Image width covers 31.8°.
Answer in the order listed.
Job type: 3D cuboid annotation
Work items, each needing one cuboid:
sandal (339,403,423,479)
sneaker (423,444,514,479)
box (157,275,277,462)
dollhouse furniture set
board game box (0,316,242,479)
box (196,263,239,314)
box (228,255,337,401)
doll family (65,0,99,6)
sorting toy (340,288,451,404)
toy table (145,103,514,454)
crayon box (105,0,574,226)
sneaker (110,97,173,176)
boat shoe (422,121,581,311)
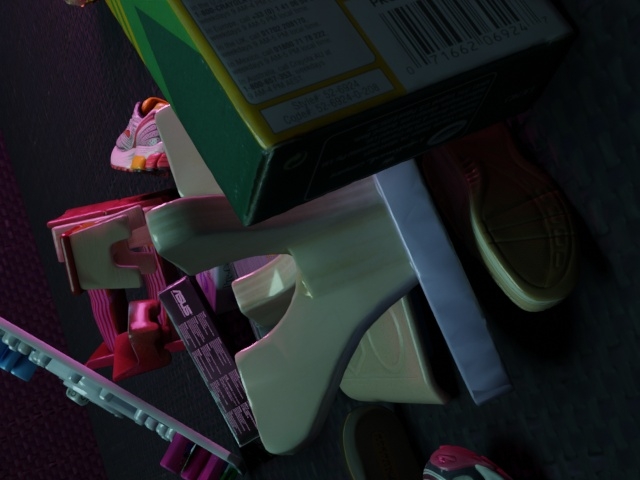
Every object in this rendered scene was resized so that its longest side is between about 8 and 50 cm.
[{"bbox_3d":[0.083,0.229,0.927,0.060,0.090,0.219,-44,54,42],"label":"sandal"},{"bbox_3d":[0.118,0.294,0.813,0.121,0.112,0.299,15,117,66],"label":"sneaker"},{"bbox_3d":[-0.102,0.147,1.241,0.191,0.045,0.184,59,174,18],"label":"box"},{"bbox_3d":[-0.245,0.062,1.319,0.374,0.152,0.201,-83,-19,-82],"label":"dollhouse furniture set"},{"bbox_3d":[-0.269,0.189,1.332,0.390,0.050,0.390,30,167,4],"label":"board game box"},{"bbox_3d":[-0.087,-0.061,1.138,0.063,0.067,0.324,55,151,38],"label":"box"},{"bbox_3d":[-0.047,0.038,1.027,0.231,0.056,0.183,80,168,-61],"label":"box"},{"bbox_3d":[-0.340,-0.404,1.500,0.263,0.118,0.163,35,133,32],"label":"doll family"},{"bbox_3d":[0.036,0.039,0.951,0.208,0.038,0.193,70,159,0],"label":"sorting toy"},{"bbox_3d":[0.000,0.000,0.747,0.252,0.160,0.274,57,-169,-60],"label":"toy table"},{"bbox_3d":[-0.030,-0.186,0.664,0.323,0.203,0.083,58,154,20],"label":"crayon box"},{"bbox_3d":[-0.197,-0.124,1.368,0.225,0.088,0.093,-171,87,-67],"label":"sneaker"},{"bbox_3d":[0.108,-0.019,0.696,0.059,0.063,0.170,97,159,-50],"label":"boat shoe"}]
